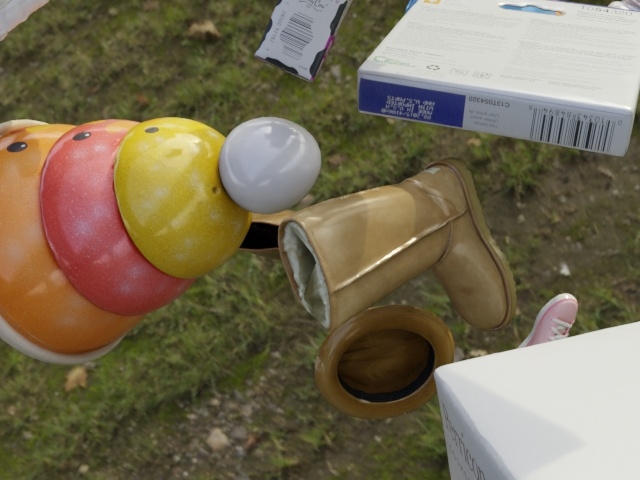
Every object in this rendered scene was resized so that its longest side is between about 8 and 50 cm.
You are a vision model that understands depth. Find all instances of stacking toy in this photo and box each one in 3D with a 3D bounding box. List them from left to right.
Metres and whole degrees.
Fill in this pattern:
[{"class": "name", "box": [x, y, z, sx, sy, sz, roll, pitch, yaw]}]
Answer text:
[{"class": "stacking toy", "box": [-0.204, -0.051, 1.255, 0.480, 0.350, 0.350, -17, 50, 27]}]

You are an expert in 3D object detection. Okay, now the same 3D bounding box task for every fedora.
[{"class": "fedora", "box": [0.082, 0.152, 1.313, 0.194, 0.194, 0.079, -35, 28, 4]}]

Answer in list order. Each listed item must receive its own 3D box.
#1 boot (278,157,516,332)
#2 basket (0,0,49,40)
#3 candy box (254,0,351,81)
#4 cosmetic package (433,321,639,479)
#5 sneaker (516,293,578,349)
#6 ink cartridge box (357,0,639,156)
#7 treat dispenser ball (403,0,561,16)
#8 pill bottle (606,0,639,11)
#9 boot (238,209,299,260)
[{"class": "boot", "box": [0.093, 0.042, 1.116, 0.269, 0.236, 0.089, -26, 5, -40]}, {"class": "basket", "box": [-0.401, -0.483, 1.220, 0.331, 0.266, 0.328, -39, 41, -6]}, {"class": "candy box", "box": [0.012, -0.296, 1.045, 0.159, 0.071, 0.233, -79, 13, -75]}, {"class": "cosmetic package", "box": [0.315, 0.305, 0.818, 0.327, 0.393, 0.329, -11, 15, -6]}, {"class": "sneaker", "box": [0.299, 0.138, 1.243, 0.134, 0.051, 0.070, -58, 31, 18]}, {"class": "ink cartridge box", "box": [0.249, -0.230, 1.248, 0.324, 0.071, 0.330, 12, 34, 17]}, {"class": "treat dispenser ball", "box": [0.286, -0.358, 1.720, 0.288, 0.288, 0.288, -17, 50, 21]}, {"class": "pill bottle", "box": [0.536, -0.350, 1.728, 0.208, 0.119, 0.119, -56, 42, 19]}, {"class": "boot", "box": [0.000, 0.000, 1.497, 0.305, 0.115, 0.112, 1, 95, 24]}]
